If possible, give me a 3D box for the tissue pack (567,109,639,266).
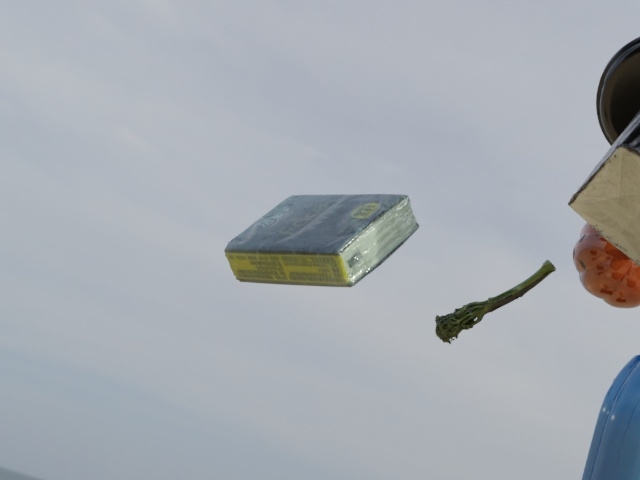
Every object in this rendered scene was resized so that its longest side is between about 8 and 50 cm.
[{"bbox_3d":[0.561,-0.131,1.619,0.210,0.370,0.198,42,-36,5],"label":"tissue pack"}]

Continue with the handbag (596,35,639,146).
[{"bbox_3d":[0.647,-0.259,1.907,0.308,0.253,0.093,-10,10,17],"label":"handbag"}]

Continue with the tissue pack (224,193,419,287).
[{"bbox_3d":[0.000,0.000,1.686,0.257,0.185,0.081,1,-60,44],"label":"tissue pack"}]

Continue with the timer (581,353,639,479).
[{"bbox_3d":[0.480,0.276,1.456,0.340,0.308,0.115,-9,26,-42],"label":"timer"}]

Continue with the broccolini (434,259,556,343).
[{"bbox_3d":[0.281,0.098,1.752,0.239,0.054,0.051,-36,-17,31],"label":"broccolini"}]

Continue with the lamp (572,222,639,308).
[{"bbox_3d":[0.550,0.027,1.922,0.188,0.187,0.164,16,-11,2],"label":"lamp"}]
